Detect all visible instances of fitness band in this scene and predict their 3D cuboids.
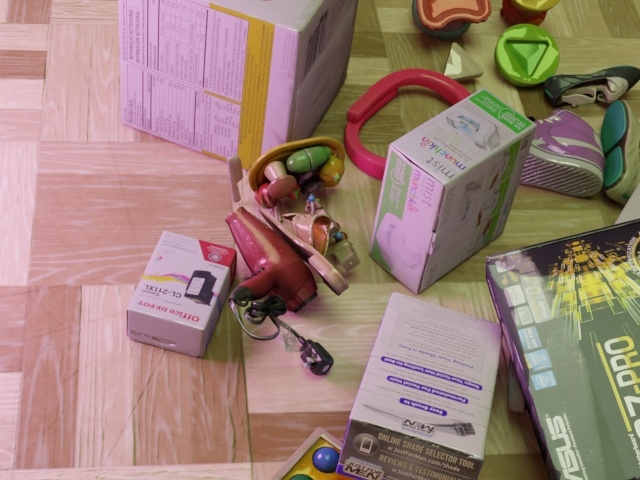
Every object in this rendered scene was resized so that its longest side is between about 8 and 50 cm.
[{"bbox_3d":[0.169,-0.215,2.155,0.209,0.054,0.291,33,53,17],"label":"fitness band"}]

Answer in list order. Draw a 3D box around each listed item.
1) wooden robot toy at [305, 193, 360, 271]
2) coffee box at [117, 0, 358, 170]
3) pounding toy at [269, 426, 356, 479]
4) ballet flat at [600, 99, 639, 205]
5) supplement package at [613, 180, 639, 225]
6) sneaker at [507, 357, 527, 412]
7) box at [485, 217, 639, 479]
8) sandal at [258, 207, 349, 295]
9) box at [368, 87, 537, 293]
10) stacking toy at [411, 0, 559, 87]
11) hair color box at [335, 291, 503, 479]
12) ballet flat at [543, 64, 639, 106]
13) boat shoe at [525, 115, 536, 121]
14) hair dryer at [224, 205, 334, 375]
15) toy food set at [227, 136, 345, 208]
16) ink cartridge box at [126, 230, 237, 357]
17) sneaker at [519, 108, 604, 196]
[{"bbox_3d":[0.000,0.000,1.939,0.079,0.076,0.173,-39,57,6],"label":"wooden robot toy"},{"bbox_3d":[-0.141,-0.379,2.057,0.334,0.338,0.337,20,48,10],"label":"coffee box"},{"bbox_3d":[0.052,0.342,1.603,0.181,0.094,0.206,32,52,20],"label":"pounding toy"},{"bbox_3d":[0.570,-0.161,2.156,0.086,0.086,0.248,13,49,3],"label":"ballet flat"},{"bbox_3d":[0.576,0.011,1.925,0.175,0.177,0.293,27,49,16],"label":"supplement package"},{"bbox_3d":[0.388,0.171,1.785,0.153,0.101,0.268,12,42,23],"label":"sneaker"},{"bbox_3d":[0.441,0.168,1.659,0.318,0.097,0.395,-14,60,2],"label":"box"},{"bbox_3d":[-0.006,-0.003,1.862,0.079,0.088,0.240,-40,45,-5],"label":"sandal"},{"bbox_3d":[0.214,-0.078,1.893,0.231,0.262,0.127,-33,59,-30],"label":"box"},{"bbox_3d":[0.341,-0.425,2.364,0.309,0.130,0.279,-2,75,-7],"label":"stacking toy"},{"bbox_3d":[0.151,0.221,1.657,0.185,0.110,0.339,17,28,6],"label":"hair color box"},{"bbox_3d":[0.542,-0.297,2.271,0.203,0.074,0.074,-6,49,-6],"label":"ballet flat"},{"bbox_3d":[0.348,-0.199,2.171,0.142,0.040,0.049,-23,56,-27],"label":"boat shoe"},{"bbox_3d":[-0.075,0.058,1.774,0.080,0.223,0.293,-37,50,11],"label":"hair dryer"},{"bbox_3d":[-0.047,-0.100,1.963,0.218,0.128,0.071,-14,53,-18],"label":"toy food set"},{"bbox_3d":[-0.216,0.082,1.809,0.127,0.072,0.175,15,47,4],"label":"ink cartridge box"},{"bbox_3d":[0.386,-0.187,2.126,0.282,0.102,0.161,19,52,-6],"label":"sneaker"}]
